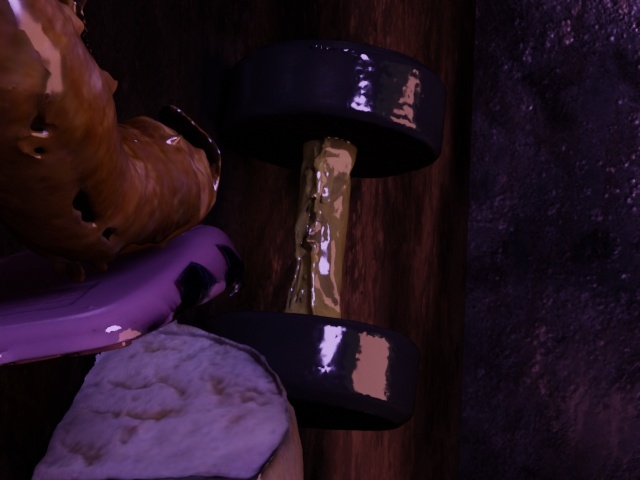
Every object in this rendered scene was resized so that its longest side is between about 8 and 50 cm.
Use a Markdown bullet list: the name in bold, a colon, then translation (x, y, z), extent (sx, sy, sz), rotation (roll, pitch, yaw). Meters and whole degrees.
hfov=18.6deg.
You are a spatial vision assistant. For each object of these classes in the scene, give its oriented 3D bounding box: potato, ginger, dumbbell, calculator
- **potato**: translation (-0.089, 0.223, 1.474), extent (0.211, 0.189, 0.264), rotation (-62, 152, -60)
- **ginger**: translation (-0.147, -0.067, 1.064), extent (0.309, 0.107, 0.133), rotation (50, 56, -60)
- **dumbbell**: translation (0.000, 0.000, 1.760), extent (0.204, 0.204, 0.322), rotation (48, 47, -70)
- **calculator**: translation (-0.156, 0.035, 1.175), extent (0.294, 0.194, 0.043), rotation (-40, 122, -75)
